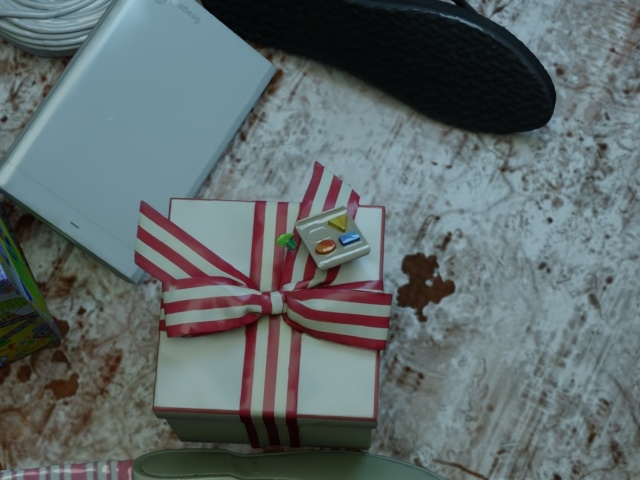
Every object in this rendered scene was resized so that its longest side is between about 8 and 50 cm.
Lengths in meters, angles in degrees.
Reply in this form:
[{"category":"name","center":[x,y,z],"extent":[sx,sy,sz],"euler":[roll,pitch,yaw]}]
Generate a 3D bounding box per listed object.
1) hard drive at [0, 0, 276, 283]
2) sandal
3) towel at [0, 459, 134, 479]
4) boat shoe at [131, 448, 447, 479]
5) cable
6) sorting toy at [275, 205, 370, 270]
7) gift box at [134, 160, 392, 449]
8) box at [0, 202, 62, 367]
[{"category":"hard drive","center":[-0.210,-0.133,1.628],"extent":[0.203,0.040,0.307],"euler":[38,76,-22]},{"category":"sandal","center":[0.075,-0.261,1.653],"extent":[0.446,0.167,0.107],"euler":[24,58,7]},{"category":"towel","center":[-0.297,0.315,1.550],"extent":[0.197,0.029,0.144],"euler":[-5,73,0]},{"category":"boat shoe","center":[-0.031,0.294,1.514],"extent":[0.340,0.127,0.113],"euler":[2,103,-6]},{"category":"cable","center":[-0.305,-0.343,1.715],"extent":[0.257,0.089,0.257],"euler":[18,74,5]},{"category":"sorting toy","center":[0.000,0.000,1.396],"extent":[0.083,0.012,0.062],"euler":[-19,58,-16]},{"category":"gift box","center":[-0.057,0.073,1.500],"extent":[0.255,0.258,0.276],"euler":[-2,74,0]},{"category":"box","center":[-0.436,-0.011,1.519],"extent":[0.177,0.279,0.290],"euler":[-26,75,-6]}]
